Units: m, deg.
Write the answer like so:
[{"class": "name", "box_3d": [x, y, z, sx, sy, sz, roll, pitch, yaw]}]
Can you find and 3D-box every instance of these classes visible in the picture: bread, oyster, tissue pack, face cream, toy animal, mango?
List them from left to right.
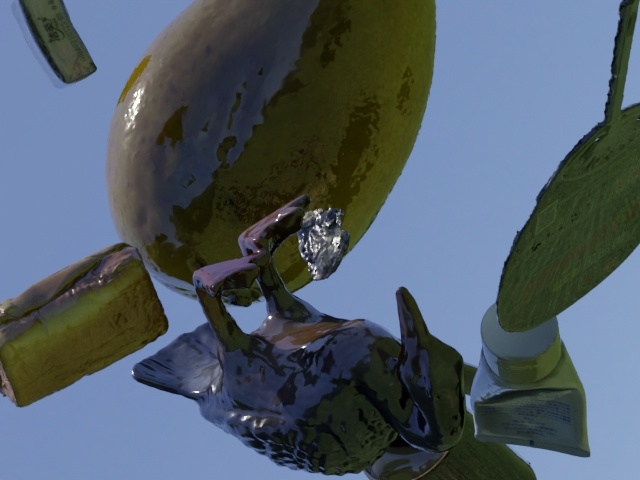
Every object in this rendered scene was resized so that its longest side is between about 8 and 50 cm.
[{"class": "tissue pack", "box_3d": [-0.292, -0.222, 2.042, 0.051, 0.112, 0.156, -29, 8, -9]}, {"class": "bread", "box_3d": [-0.170, 0.058, 1.275, 0.132, 0.053, 0.074, -30, -55, -15]}, {"class": "mango", "box_3d": [-0.040, -0.145, 1.851, 0.445, 0.301, 0.220, -64, -26, -2]}, {"class": "toy animal", "box_3d": [-0.016, 0.081, 1.303, 0.298, 0.185, 0.122, -24, 16, 50]}, {"class": "oyster", "box_3d": [0.000, -0.002, 1.551, 0.054, 0.019, 0.083, -49, 29, 18]}, {"class": "face cream", "box_3d": [0.190, 0.137, 1.735, 0.224, 0.114, 0.070, 73, -151, -55]}]

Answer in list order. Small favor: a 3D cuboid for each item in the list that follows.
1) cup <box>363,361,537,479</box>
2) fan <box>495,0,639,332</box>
[{"class": "cup", "box_3d": [0.140, 0.254, 2.270, 0.166, 0.239, 0.177, -32, -51, 13]}, {"class": "fan", "box_3d": [0.197, -0.033, 1.422, 0.223, 0.012, 0.294, -49, -30, -5]}]
